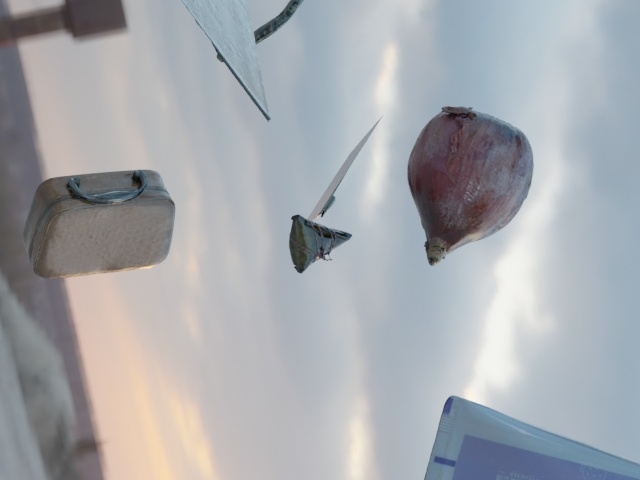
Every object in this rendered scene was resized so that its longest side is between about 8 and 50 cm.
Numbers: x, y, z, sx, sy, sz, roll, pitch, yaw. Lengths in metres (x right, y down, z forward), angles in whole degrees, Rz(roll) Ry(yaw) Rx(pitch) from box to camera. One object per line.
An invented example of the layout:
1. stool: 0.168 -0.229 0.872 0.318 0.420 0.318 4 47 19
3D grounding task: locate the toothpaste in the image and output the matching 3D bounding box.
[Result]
1. toothpaste: 0.260 0.251 1.671 0.080 0.371 0.125 12 -94 59

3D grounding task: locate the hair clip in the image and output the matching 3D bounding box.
1. hair clip: -0.053 -0.319 2.302 0.036 0.229 0.066 46 -8 -14

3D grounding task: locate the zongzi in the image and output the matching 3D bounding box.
1. zongzi: 0.000 0.000 1.937 0.083 0.073 0.067 -2 81 -88

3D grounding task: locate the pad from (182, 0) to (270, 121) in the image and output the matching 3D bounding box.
1. pad: -0.132 -0.320 1.745 0.247 0.007 0.367 52 19 -43

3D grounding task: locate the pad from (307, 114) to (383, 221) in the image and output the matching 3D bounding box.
1. pad: 0.023 -0.078 2.277 0.009 0.159 0.265 33 -12 -3

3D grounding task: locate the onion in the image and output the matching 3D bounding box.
1. onion: 0.172 -0.059 2.015 0.159 0.159 0.195 138 -28 -80

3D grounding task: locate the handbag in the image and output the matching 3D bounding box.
1. handbag: -0.291 -0.025 2.241 0.072 0.193 0.151 62 -36 40
